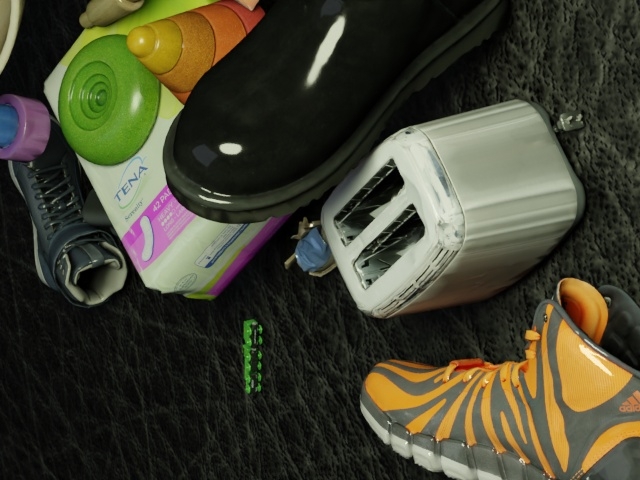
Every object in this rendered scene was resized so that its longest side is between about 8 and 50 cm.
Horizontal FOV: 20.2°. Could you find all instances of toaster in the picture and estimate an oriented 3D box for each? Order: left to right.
[{"bbox_3d":[0.104,-0.024,1.435,0.227,0.146,0.129,-44,65,53],"label":"toaster"}]

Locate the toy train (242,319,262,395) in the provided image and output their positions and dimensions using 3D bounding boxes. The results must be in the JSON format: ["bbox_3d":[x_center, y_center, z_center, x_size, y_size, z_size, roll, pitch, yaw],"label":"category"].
[{"bbox_3d":[-0.072,0.121,1.867,0.024,0.017,0.083,-140,47,-56],"label":"toy train"}]

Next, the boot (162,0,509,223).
[{"bbox_3d":[0.004,-0.197,1.301,0.131,0.348,0.260,34,155,27],"label":"boot"}]

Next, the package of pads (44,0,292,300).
[{"bbox_3d":[-0.130,-0.115,1.734,0.229,0.101,0.296,-46,57,27],"label":"package of pads"}]

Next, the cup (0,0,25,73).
[{"bbox_3d":[-0.413,-0.301,1.705,0.237,0.331,0.331,-75,0,-54],"label":"cup"}]

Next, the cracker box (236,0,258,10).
[{"bbox_3d":[-0.099,-0.326,1.642,0.232,0.067,0.155,37,93,44],"label":"cracker box"}]

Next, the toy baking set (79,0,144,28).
[{"bbox_3d":[-0.210,-0.298,1.662,0.256,0.030,0.196,-3,107,61],"label":"toy baking set"}]

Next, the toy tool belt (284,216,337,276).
[{"bbox_3d":[0.000,0.000,1.685,0.052,0.051,0.083,62,144,22],"label":"toy tool belt"}]

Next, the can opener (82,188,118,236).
[{"bbox_3d":[-0.157,-0.042,1.907,0.280,0.074,0.093,-5,63,55],"label":"can opener"}]

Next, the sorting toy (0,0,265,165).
[{"bbox_3d":[-0.216,-0.144,1.661,0.365,0.126,0.127,-13,76,38],"label":"sorting toy"}]

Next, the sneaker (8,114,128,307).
[{"bbox_3d":[-0.288,-0.031,2.061,0.163,0.086,0.226,31,136,61],"label":"sneaker"}]

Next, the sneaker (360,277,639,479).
[{"bbox_3d":[0.166,0.106,1.432,0.321,0.125,0.180,18,112,41],"label":"sneaker"}]
